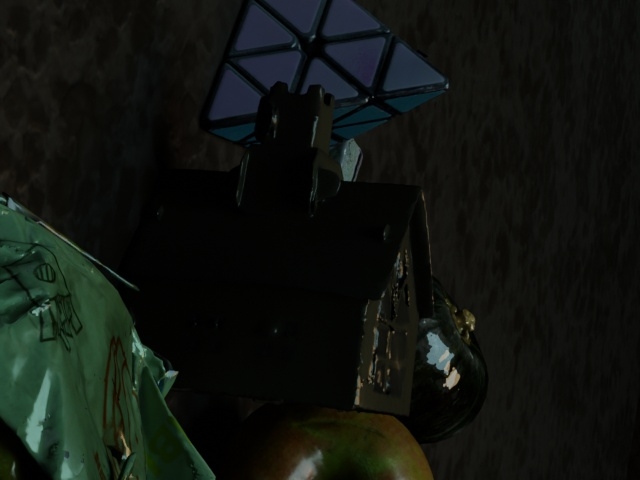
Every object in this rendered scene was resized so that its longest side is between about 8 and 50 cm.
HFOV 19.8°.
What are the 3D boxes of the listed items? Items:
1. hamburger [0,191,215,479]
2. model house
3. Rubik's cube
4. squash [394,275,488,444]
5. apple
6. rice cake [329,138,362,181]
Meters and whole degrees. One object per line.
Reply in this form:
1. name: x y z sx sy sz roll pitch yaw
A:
1. hamburger: -0.167 0.121 1.126 0.260 0.150 0.276 72 30 -43
2. model house: -0.018 0.006 1.417 0.204 0.211 0.243 23 73 -70
3. Rubik's cube: -0.050 -0.148 1.544 0.178 0.211 0.190 -26 87 -44
4. squash: 0.078 0.106 1.762 0.193 0.156 0.193 61 -11 21
5. apple: -0.001 0.221 1.542 0.196 0.196 0.196 4 90 -70
6. rice cake: 0.000 0.000 1.715 0.043 0.034 0.211 50 48 -58
